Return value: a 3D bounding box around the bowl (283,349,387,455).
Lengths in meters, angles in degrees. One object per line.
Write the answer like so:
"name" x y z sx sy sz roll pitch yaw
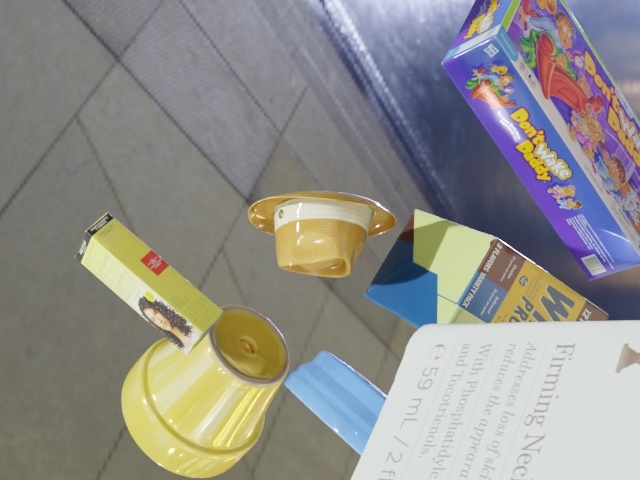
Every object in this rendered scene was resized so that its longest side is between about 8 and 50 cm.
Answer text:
"bowl" 0.120 0.291 1.337 0.077 0.391 0.391 -49 149 -6

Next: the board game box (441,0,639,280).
"board game box" 0.305 -0.156 1.260 0.347 0.078 0.233 51 40 -20

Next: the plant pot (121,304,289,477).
"plant pot" -0.181 0.244 1.734 0.239 0.254 0.254 -48 -179 35

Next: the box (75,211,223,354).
"box" -0.261 0.066 1.514 0.058 0.232 0.087 -46 175 -39

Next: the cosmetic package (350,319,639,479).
"cosmetic package" 0.259 0.289 0.852 0.327 0.394 0.329 53 50 -32

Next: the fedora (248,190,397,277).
"fedora" 0.000 0.000 1.222 0.194 0.194 0.079 38 53 -64

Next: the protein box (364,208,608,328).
"protein box" 0.203 0.082 1.253 0.201 0.200 0.136 32 88 -26
